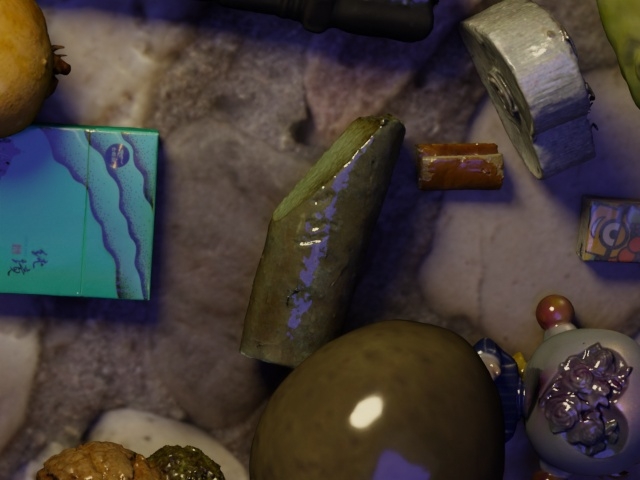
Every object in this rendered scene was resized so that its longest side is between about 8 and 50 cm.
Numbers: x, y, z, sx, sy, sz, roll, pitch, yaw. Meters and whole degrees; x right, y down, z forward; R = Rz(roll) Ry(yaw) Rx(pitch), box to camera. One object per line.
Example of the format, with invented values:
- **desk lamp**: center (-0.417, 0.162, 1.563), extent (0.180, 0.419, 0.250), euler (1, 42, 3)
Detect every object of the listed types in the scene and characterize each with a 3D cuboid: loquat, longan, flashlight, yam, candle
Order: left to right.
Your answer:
- **loquat**: center (-0.301, -0.159, 1.376), extent (0.163, 0.163, 0.137), euler (18, 115, -11)
- **flashlight**: center (-0.098, -0.256, 1.416), extent (0.424, 0.103, 0.103), euler (8, 99, -8)
- **yam**: center (0.000, 0.000, 1.472), extent (0.106, 0.106, 0.259), euler (14, 99, -10)
- **longan**: center (0.054, 0.186, 1.401), extent (0.246, 0.246, 0.215), euler (-32, 133, -1)
- **candle**: center (0.190, -0.154, 1.454), extent (0.068, 0.192, 0.168), euler (-26, 59, -2)

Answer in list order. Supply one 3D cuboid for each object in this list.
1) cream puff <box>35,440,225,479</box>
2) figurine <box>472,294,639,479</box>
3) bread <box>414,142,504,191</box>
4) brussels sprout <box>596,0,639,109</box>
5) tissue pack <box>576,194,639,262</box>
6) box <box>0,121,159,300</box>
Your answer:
- **cream puff**: center (-0.159, 0.262, 1.484), extent (0.169, 0.183, 0.183), euler (-21, 104, -27)
- **figurine**: center (0.198, 0.141, 1.519), extent (0.274, 0.133, 0.193), euler (25, 85, 2)
- **bread**: center (0.132, -0.070, 1.511), extent (0.083, 0.036, 0.046), euler (-1, 104, -6)
- **brussels sprout**: center (0.399, -0.227, 1.417), extent (0.328, 0.247, 0.327), euler (-1, 97, -6)
- **tissue pack**: center (0.296, -0.010, 1.546), extent (0.083, 0.035, 0.063), euler (5, 99, -10)
- **box**: center (-0.266, -0.030, 1.459), extent (0.226, 0.042, 0.160), euler (4, 101, -8)
